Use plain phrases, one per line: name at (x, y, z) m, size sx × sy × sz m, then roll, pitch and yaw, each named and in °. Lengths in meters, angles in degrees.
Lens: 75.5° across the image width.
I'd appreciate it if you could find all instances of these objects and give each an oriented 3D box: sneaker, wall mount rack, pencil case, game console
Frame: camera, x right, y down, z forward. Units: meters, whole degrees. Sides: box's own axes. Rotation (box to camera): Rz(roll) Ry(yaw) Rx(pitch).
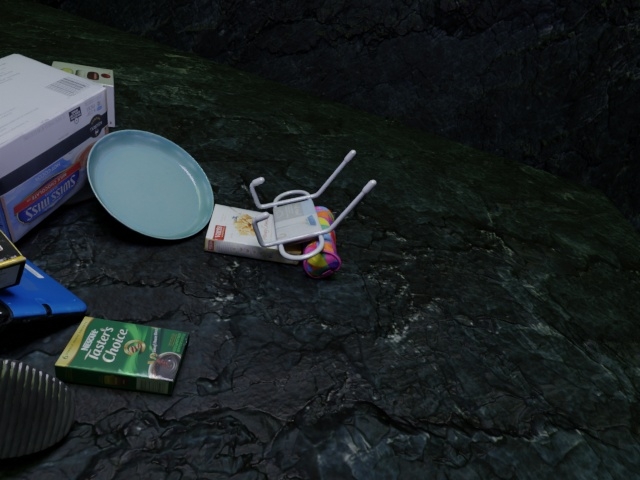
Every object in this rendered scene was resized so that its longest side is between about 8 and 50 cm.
sneaker at (-0.502, 0.218, 0.522) m, size 0.330 × 0.146 × 0.122 m, roll 22°, pitch 53°, yaw -39°
wall mount rack at (-0.024, -0.105, 1.063) m, size 0.304 × 0.130 × 0.350 m, roll -14°, pitch 34°, yaw -2°
pencil case at (0.000, 0.000, 1.105) m, size 0.104 × 0.104 × 0.236 m, roll 12°, pitch 33°, yaw -9°
game console at (-0.617, 0.120, 0.700) m, size 0.293 × 0.173 × 0.250 m, roll 29°, pitch 3°, yaw 17°

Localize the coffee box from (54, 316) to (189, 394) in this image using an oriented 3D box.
coffee box at (-0.331, 0.195, 0.705) m, size 0.184 × 0.040 × 0.113 m, roll 12°, pitch 33°, yaw -8°

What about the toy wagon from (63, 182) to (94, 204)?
toy wagon at (-0.700, -0.210, 1.126) m, size 0.267 × 0.068 × 0.344 m, roll 5°, pitch 34°, yaw -20°

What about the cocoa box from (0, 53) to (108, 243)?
cocoa box at (-0.659, -0.208, 0.888) m, size 0.231 × 0.228 × 0.347 m, roll 20°, pitch 41°, yaw -1°

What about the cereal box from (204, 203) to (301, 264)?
cereal box at (-0.173, -0.018, 1.096) m, size 0.240 × 0.047 × 0.173 m, roll 10°, pitch 32°, yaw -12°

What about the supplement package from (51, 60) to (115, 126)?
supplement package at (-0.831, -0.514, 1.450) m, size 0.194 × 0.149 × 0.203 m, roll -2°, pitch 36°, yaw -27°

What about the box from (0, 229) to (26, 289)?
box at (-0.637, -0.023, 0.567) m, size 0.322 × 0.079 × 0.257 m, roll 44°, pitch 34°, yaw 10°

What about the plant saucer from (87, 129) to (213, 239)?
plant saucer at (-0.423, -0.136, 1.047) m, size 0.317 × 0.043 × 0.318 m, roll 28°, pitch 45°, yaw -32°

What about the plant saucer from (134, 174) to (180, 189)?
plant saucer at (-0.467, -0.178, 1.142) m, size 0.188 × 0.045 × 0.188 m, roll 15°, pitch 31°, yaw -41°
